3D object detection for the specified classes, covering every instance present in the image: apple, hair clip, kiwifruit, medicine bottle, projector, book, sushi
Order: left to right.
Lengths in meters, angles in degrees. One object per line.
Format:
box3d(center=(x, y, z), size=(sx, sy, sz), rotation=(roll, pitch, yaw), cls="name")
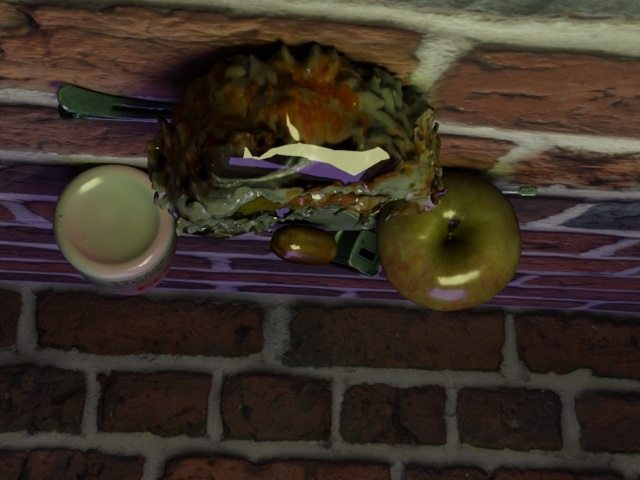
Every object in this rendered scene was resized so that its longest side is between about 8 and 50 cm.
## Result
box3d(center=(-0.399, -0.003, 1.663), size=(0.219, 0.219, 0.388), rotation=(4, 168, -8), cls="medicine bottle")
box3d(center=(-0.248, -0.186, 1.158), size=(0.230, 0.039, 0.070), rotation=(0, 171, -17), cls="hair clip")
box3d(center=(-0.283, -0.040, 1.979), size=(0.228, 0.024, 0.160), rotation=(12, 164, -40), cls="book")
box3d(center=(-0.030, -0.112, 1.124), size=(0.418, 0.175, 0.417), rotation=(-5, 170, -1), cls="sushi")
box3d(center=(-0.035, -0.077, 1.484), size=(0.250, 0.108, 0.198), rotation=(-2, 170, 21), cls="projector")
box3d(center=(-0.028, 0.008, 1.457), size=(0.124, 0.075, 0.075), rotation=(12, 167, -24), cls="kiwifruit")
box3d(center=(0.225, 0.004, 1.476), size=(0.257, 0.256, 0.234), rotation=(2, 170, 2), cls="apple")

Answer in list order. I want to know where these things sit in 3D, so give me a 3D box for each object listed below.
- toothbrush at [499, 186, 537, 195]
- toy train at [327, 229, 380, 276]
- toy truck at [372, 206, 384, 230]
box3d(center=(0.301, -0.093, 1.572), size=(0.220, 0.016, 0.019), rotation=(1, 168, 7), cls="toothbrush")
box3d(center=(0.000, 0.000, 1.759), size=(0.089, 0.086, 0.409), rotation=(28, 173, -28), cls="toy train")
box3d(center=(0.079, -0.058, 1.650), size=(0.154, 0.078, 0.080), rotation=(9, 167, -29), cls="toy truck")
